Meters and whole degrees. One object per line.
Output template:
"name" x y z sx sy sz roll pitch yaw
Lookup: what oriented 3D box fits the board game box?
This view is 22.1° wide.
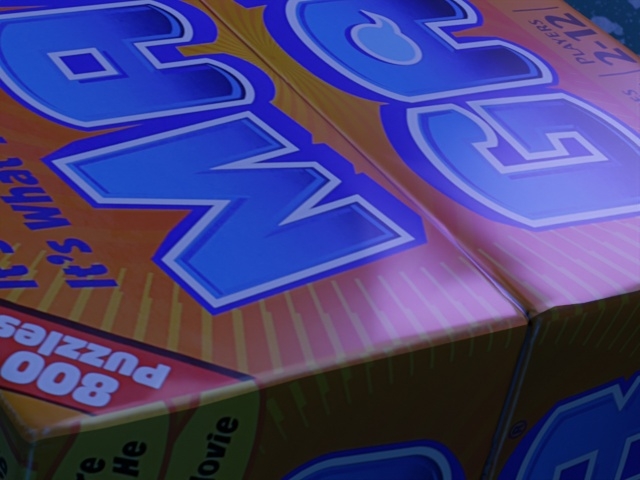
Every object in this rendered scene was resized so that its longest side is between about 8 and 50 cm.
"board game box" -0.057 0.072 0.733 0.356 0.357 0.356 -11 40 -32
